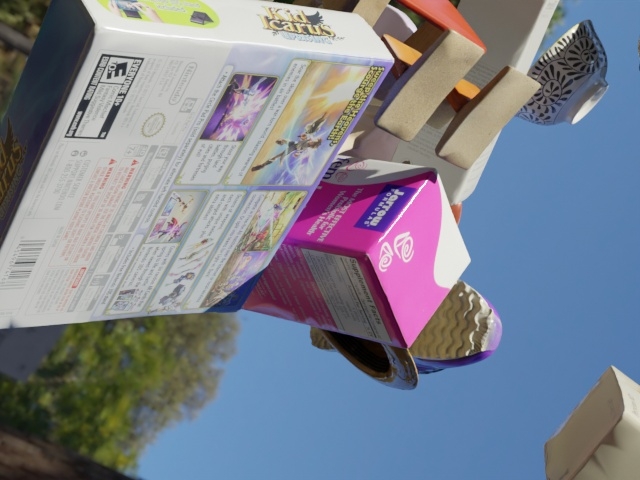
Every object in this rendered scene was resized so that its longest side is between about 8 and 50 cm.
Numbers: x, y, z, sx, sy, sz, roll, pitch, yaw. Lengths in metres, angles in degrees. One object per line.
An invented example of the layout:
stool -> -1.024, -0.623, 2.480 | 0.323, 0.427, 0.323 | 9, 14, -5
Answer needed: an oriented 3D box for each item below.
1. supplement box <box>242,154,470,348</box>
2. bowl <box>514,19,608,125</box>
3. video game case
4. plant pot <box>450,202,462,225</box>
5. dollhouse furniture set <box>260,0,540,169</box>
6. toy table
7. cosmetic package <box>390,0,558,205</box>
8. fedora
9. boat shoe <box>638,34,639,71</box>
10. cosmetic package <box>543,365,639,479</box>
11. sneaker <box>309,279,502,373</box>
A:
supplement box -> 0.000, 0.000, 1.051 | 0.220, 0.114, 0.111 | 11, -131, 37
bowl -> 0.338, -0.210, 1.662 | 0.170, 0.080, 0.170 | -42, 167, -12
video game case -> -0.111, -0.051, 0.866 | 0.061, 0.244, 0.269 | 57, -50, 32
plant pot -> 0.108, -0.068, 2.180 | 0.272, 0.272, 0.265 | -62, -163, -5
dollhouse furniture set -> 0.036, -0.217, 0.961 | 0.135, 0.259, 0.262 | -48, -134, 21
toy table -> 0.022, -0.172, 1.505 | 0.252, 0.161, 0.274 | -2, -96, 31
cosmetic package -> 0.158, -0.161, 1.238 | 0.231, 0.085, 0.117 | -66, 169, 18
fedora -> 0.052, 0.067, 1.247 | 0.079, 0.194, 0.194 | -43, -162, -18
boat shoe -> 0.491, -0.301, 1.589 | 0.116, 0.099, 0.319 | 6, -130, 32
cosmetic package -> 0.363, 0.266, 1.124 | 0.113, 0.309, 0.160 | -53, 180, 13
sneaker -> 0.129, 0.108, 1.449 | 0.293, 0.146, 0.102 | -1, -112, 53
